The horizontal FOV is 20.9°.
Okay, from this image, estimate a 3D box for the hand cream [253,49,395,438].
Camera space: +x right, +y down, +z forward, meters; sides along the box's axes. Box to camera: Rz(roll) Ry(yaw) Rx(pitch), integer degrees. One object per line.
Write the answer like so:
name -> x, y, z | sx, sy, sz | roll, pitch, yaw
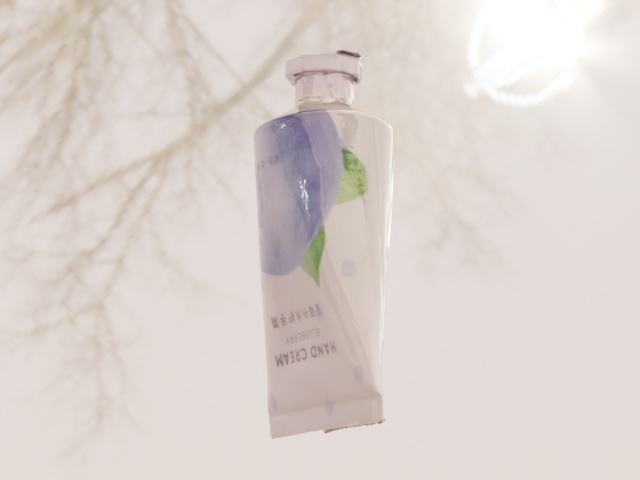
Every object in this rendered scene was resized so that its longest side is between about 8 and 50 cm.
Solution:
hand cream -> 0.000, 0.000, 0.644 | 0.053, 0.084, 0.142 | 9, -104, -27
